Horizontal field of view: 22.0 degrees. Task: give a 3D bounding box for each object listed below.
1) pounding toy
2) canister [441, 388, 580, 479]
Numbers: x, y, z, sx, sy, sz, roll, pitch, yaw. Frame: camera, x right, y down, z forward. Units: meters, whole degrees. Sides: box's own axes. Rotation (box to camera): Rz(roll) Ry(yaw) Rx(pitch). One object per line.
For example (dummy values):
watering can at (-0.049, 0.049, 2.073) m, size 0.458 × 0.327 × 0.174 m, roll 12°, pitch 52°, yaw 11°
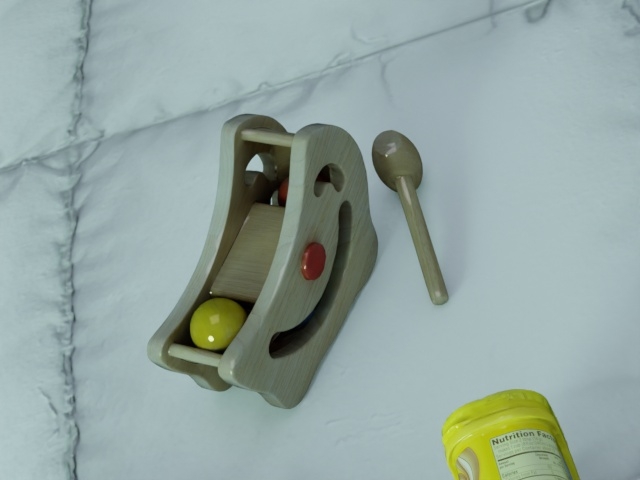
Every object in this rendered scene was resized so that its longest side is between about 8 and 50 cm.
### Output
pounding toy at (0.000, 0.000, 1.209) m, size 0.155 × 0.154 × 0.269 m, roll 10°, pitch 57°, yaw 32°
canister at (0.134, 0.193, 0.999) m, size 0.073 × 0.126 × 0.170 m, roll -20°, pitch 47°, yaw 7°
